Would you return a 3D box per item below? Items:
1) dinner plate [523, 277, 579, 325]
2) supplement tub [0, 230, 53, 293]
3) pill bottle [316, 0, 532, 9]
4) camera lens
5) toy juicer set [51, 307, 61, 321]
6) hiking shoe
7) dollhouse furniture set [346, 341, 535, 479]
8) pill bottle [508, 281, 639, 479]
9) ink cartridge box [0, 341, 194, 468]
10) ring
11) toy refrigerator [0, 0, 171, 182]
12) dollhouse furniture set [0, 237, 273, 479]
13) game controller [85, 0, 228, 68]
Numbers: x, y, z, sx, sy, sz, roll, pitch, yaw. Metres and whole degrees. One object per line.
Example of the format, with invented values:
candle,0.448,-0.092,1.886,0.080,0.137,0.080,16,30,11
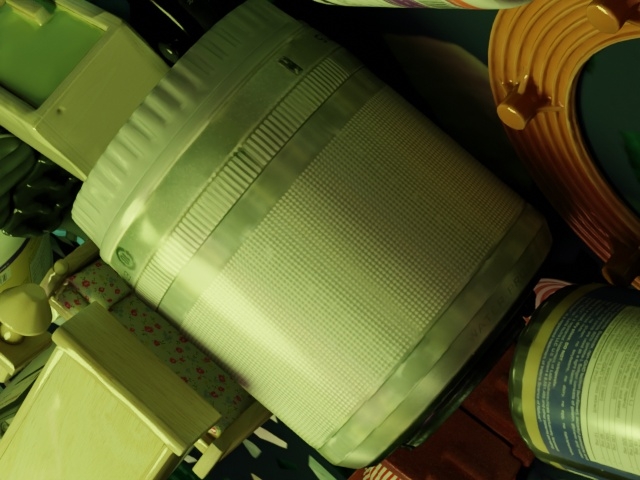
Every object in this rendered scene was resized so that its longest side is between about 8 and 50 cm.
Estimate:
dinner plate,0.203,0.073,1.152,0.141,0.017,0.141,34,156,18
supplement tub,-0.406,-0.003,1.690,0.241,0.241,0.331,37,157,9
pill bottle,0.034,-0.178,0.846,0.193,0.108,0.108,12,144,49
camera lens,0.000,0.000,1.076,0.274,0.219,0.219,40,157,2
toy juicer set,-0.271,-0.050,1.466,0.089,0.209,0.329,-31,113,29
hiking shoe,-0.208,-0.050,1.396,0.132,0.113,0.304,38,-172,39
dollhouse furniture set,0.203,0.248,1.294,0.374,0.152,0.201,36,157,11
pill bottle,0.227,0.098,0.944,0.219,0.123,0.123,11,143,49
ink cartridge box,-0.281,0.232,1.717,0.166,0.395,0.285,45,157,-10
ring,0.231,-0.027,0.909,0.336,0.032,0.337,34,157,16
toy refrigerator,-0.222,-0.139,1.222,0.269,0.102,0.094,32,169,49
dollhouse furniture set,-0.063,0.085,1.195,0.303,0.355,0.174,42,131,8
game controller,-0.198,-0.222,1.189,0.319,0.067,0.166,40,157,4
